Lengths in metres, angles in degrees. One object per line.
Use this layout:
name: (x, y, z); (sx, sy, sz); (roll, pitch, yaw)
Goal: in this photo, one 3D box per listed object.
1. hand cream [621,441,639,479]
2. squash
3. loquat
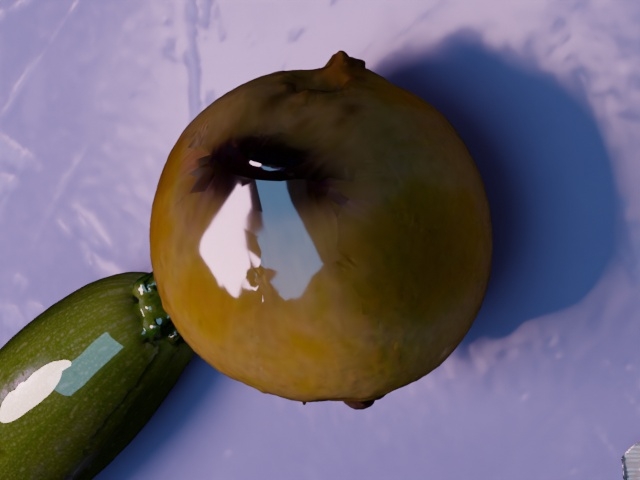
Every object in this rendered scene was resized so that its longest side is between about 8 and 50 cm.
hand cream: (0.230, 0.121, 0.740); (0.234, 0.050, 0.080); (-3, 100, 37)
squash: (-0.148, 0.100, 0.948); (0.331, 0.087, 0.087); (-45, 76, 30)
loquat: (0.000, 0.000, 0.800); (0.163, 0.137, 0.163); (3, 105, 12)
